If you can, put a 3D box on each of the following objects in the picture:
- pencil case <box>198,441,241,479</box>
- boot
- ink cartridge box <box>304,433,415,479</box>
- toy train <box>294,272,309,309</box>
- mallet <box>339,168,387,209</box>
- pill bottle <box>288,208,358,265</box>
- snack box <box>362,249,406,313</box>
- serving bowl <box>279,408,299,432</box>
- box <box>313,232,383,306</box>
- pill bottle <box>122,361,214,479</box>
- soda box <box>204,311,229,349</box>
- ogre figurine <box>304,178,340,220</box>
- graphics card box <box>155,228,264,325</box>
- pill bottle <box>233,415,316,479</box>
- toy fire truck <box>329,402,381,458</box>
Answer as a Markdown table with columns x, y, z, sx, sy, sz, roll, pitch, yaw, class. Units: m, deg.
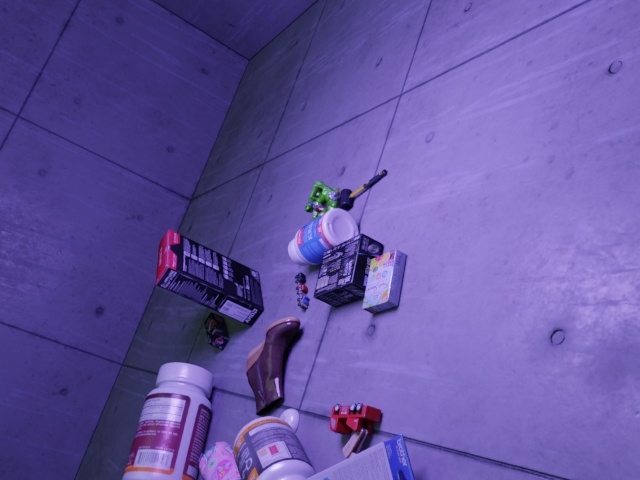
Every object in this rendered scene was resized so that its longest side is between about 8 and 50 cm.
| x | y | z | sx | sy | sz | roll | pitch | yaw | class |
| --- | --- | --- | --- | --- | --- | --- | --- | --- | --- |
| -0.235 | 0.635 | 1.663 | 0.284 | 0.124 | 0.124 | 9 | 74 | 65 | pencil case |
| -0.121 | 0.360 | 1.794 | 0.248 | 0.090 | 0.206 | -46 | 42 | 29 | boot |
| 0.093 | 0.503 | 1.186 | 0.311 | 0.065 | 0.185 | -44 | 48 | 40 | ink cartridge box |
| -0.055 | 0.152 | 1.905 | 0.036 | 0.027 | 0.158 | -40 | 31 | 21 | toy train |
| 0.126 | -0.164 | 1.862 | 0.190 | 0.039 | 0.062 | -39 | 37 | 34 | mallet |
| 0.000 | 0.000 | 1.831 | 0.222 | 0.124 | 0.124 | -31 | 40 | 49 | pill bottle |
| 0.156 | 0.101 | 1.534 | 0.100 | 0.037 | 0.141 | -28 | 43 | 53 | snack box |
| -0.091 | 0.481 | 1.647 | 0.083 | 0.027 | 0.083 | -45 | 30 | 35 | serving bowl |
| 0.073 | 0.082 | 1.663 | 0.180 | 0.078 | 0.147 | -28 | 42 | 51 | box |
| -0.481 | 0.614 | 2.034 | 0.224 | 0.224 | 0.391 | -35 | 36 | 45 | pill bottle |
| -0.386 | 0.333 | 2.319 | 0.053 | 0.060 | 0.169 | -58 | 25 | 10 | soda box |
| 0.009 | -0.114 | 1.945 | 0.197 | 0.097 | 0.118 | -103 | 22 | -68 | ogre figurine |
| -0.376 | 0.127 | 2.136 | 0.094 | 0.371 | 0.232 | -53 | 28 | 21 | graphics card box |
| -0.098 | 0.543 | 1.443 | 0.162 | 0.162 | 0.278 | -61 | 25 | 5 | pill bottle |
| 0.079 | 0.424 | 1.354 | 0.192 | 0.047 | 0.135 | -24 | 46 | 54 | toy fire truck |
